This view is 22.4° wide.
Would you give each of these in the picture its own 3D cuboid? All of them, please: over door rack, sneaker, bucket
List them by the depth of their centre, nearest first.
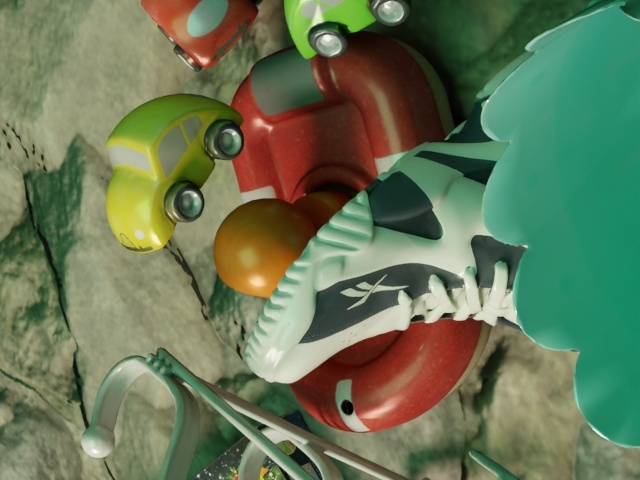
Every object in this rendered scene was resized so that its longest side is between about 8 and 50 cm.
[{"bbox_3d":[0.222,-0.016,0.651,0.281,0.183,0.281,36,150,25],"label":"bucket"},{"bbox_3d":[0.044,0.162,0.813,0.324,0.239,0.108,10,75,54],"label":"over door rack"},{"bbox_3d":[0.086,0.025,0.834,0.153,0.235,0.094,45,155,8],"label":"sneaker"}]

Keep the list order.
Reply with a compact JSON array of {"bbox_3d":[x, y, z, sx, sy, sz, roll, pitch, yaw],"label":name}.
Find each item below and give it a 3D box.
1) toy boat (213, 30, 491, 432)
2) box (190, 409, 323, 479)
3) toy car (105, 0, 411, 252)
[{"bbox_3d":[0.000,0.000,0.926,0.151,0.151,0.231,-14,92,42],"label":"toy boat"},{"bbox_3d":[-0.055,0.241,1.111,0.233,0.044,0.159,-43,74,39],"label":"box"},{"bbox_3d":[-0.033,-0.124,0.909,0.225,0.239,0.053,-26,129,32],"label":"toy car"}]
